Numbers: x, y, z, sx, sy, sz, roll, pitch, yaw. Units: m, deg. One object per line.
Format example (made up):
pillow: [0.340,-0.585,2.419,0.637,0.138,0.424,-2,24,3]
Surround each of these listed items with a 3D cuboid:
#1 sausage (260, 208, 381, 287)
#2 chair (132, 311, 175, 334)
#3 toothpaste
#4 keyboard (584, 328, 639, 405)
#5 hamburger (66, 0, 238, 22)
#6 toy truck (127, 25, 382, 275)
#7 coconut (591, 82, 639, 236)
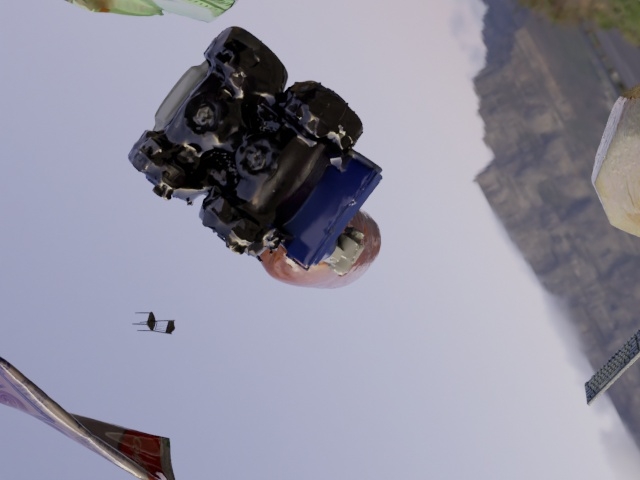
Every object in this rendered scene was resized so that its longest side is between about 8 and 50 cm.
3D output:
sausage: [0.000,0.000,1.083,0.114,0.113,0.259,65,-171,9]
chair: [-0.358,0.176,2.078,0.042,0.086,0.037,79,-164,-52]
toothpaste: [-0.231,0.138,0.813,0.301,0.048,0.075,39,168,-35]
keyboard: [0.446,0.169,1.412,0.014,0.176,0.055,34,-154,-4]
hamburger: [-0.164,-0.240,0.749,0.214,0.125,0.235,7,-165,-17]
toy truck: [-0.048,-0.070,0.884,0.213,0.161,0.177,38,-179,25]
coconut: [0.461,-0.099,1.235,0.197,0.237,0.237,-30,-88,-32]
